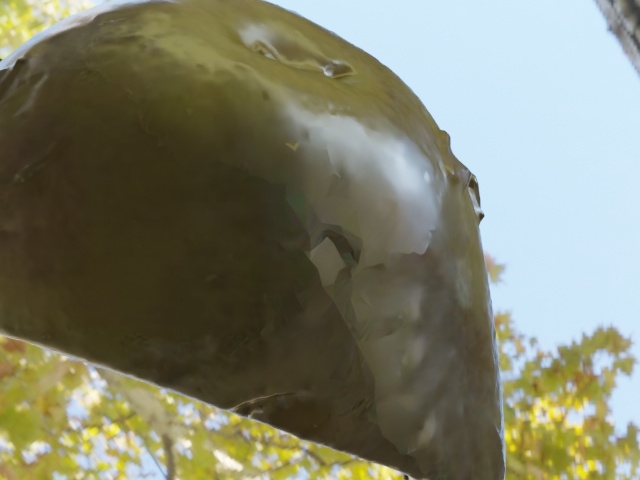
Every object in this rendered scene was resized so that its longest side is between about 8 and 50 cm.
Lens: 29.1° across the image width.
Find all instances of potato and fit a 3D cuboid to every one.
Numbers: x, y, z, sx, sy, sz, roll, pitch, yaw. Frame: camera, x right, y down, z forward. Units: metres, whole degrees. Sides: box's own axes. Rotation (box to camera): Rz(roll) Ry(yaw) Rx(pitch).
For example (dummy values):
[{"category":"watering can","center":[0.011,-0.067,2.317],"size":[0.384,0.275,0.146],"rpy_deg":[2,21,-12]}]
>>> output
[{"category":"potato","center":[0.000,0.000,0.403],"size":[0.098,0.243,0.138],"rpy_deg":[9,-103,55]}]
